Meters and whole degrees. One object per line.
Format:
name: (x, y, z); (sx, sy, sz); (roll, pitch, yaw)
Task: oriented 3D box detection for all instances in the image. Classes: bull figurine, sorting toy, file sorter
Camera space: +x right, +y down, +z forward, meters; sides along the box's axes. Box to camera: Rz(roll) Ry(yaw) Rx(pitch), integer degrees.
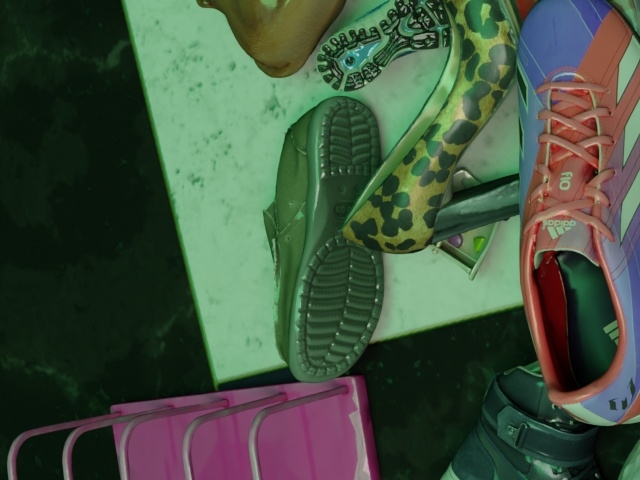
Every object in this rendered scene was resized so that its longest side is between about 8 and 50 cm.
bull figurine: (0.002, -0.294, 1.113); (0.188, 0.101, 0.310); (46, 112, 25)
sorting toy: (0.120, -0.017, 1.091); (0.083, 0.045, 0.075); (35, 101, 27)
file sorter: (-0.112, 0.245, 1.163); (0.291, 0.182, 0.202); (-11, 87, 32)

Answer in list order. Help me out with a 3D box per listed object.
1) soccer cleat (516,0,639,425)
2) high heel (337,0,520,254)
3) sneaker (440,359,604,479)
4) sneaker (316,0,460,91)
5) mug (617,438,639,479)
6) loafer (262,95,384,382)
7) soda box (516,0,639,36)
soccer cleat: (0.183, -0.031, 0.898); (0.109, 0.116, 0.318); (-11, 79, 33)
high heel: (0.073, -0.122, 1.030); (0.186, 0.093, 0.261); (-17, 99, 9)
sneaker: (0.214, 0.187, 1.017); (0.226, 0.086, 0.163); (33, 112, 27)
sneaker: (0.070, -0.186, 1.095); (0.162, 0.073, 0.063); (-24, 108, 11)
mug: (0.359, 0.250, 0.808); (0.276, 0.328, 0.374); (-44, 105, -4)
loafer: (0.000, 0.000, 1.147); (0.087, 0.094, 0.251); (2, 84, 56)
soda box: (0.228, -0.108, 0.993); (0.092, 0.083, 0.263); (-18, 83, 30)
